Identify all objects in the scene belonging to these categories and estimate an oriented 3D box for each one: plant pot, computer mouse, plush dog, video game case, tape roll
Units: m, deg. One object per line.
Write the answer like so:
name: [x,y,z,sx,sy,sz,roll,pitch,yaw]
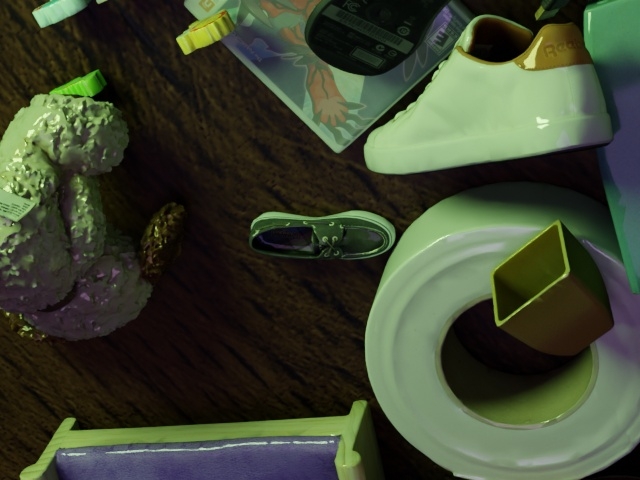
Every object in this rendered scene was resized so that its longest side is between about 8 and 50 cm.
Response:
plant pot: [0.309,-0.109,1.190,0.166,0.165,0.234,-16,104,19]
computer mouse: [0.107,-0.218,1.181,0.184,0.060,0.262,19,145,-13]
plush dog: [-0.256,0.015,1.367,0.262,0.210,0.225,-26,137,28]
video game case: [0.008,-0.204,1.277,0.201,0.023,0.183,43,117,-11]
tape roll: [0.187,0.092,1.345,0.286,0.100,0.286,5,117,9]
plant pot: [0.205,0.050,1.222,0.083,0.081,0.081,38,118,-21]

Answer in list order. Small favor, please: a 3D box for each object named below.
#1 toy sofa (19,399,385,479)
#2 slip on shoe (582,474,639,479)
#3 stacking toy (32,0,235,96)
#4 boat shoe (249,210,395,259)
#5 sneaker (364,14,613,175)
toy sofa: [-0.117,0.278,1.461,0.363,0.177,0.150,-5,116,15]
slip on shoe: [0.179,0.294,1.344,0.331,0.101,0.123,-13,81,-2]
stacking toy: [-0.203,-0.222,1.284,0.221,0.052,0.167,-19,111,30]
boat shoe: [0.000,0.000,1.371,0.142,0.040,0.049,2,116,12]
sneaker: [0.133,-0.122,1.207,0.290,0.106,0.123,-7,94,57]
